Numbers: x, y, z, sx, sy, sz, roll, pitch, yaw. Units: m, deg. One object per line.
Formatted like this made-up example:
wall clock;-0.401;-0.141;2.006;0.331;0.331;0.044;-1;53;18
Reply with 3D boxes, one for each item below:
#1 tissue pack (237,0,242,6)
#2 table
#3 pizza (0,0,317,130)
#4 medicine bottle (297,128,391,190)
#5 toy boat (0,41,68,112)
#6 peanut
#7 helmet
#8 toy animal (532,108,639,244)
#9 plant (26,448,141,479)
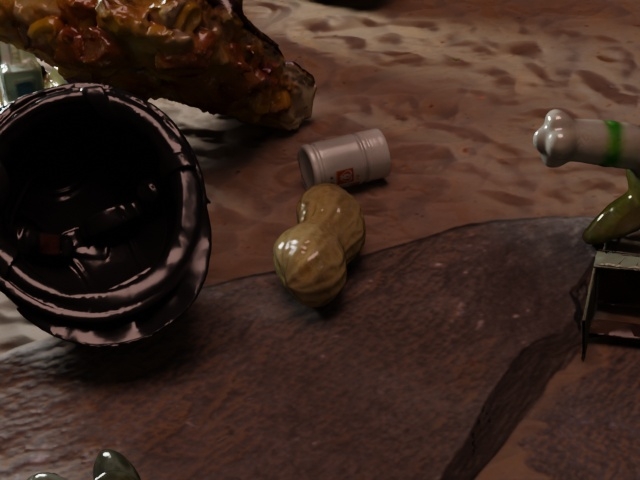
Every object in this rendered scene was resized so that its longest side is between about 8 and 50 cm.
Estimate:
tissue pack;-0.159;-0.311;2.212;0.123;0.178;0.127;-8;37;-10
table;0.335;0.050;1.752;0.146;0.062;0.175;6;38;13
pizza;-0.180;-0.209;1.998;0.409;0.114;0.278;16;-11;-27
medicine bottle;0.026;-0.085;1.976;0.089;0.057;0.057;-15;36;-15
toy boat;-0.335;-0.169;2.076;0.114;0.115;0.262;-12;36;-12
peanut;0.000;0.000;1.839;0.082;0.082;0.187;6;35;14
helmet;-0.220;-0.009;1.787;0.231;0.160;0.279;-29;75;-11
toy animal;0.404;-0.073;1.830;0.363;0.181;0.180;-17;26;-22
plant;-0.131;0.260;1.410;0.275;0.149;0.146;22;41;36
